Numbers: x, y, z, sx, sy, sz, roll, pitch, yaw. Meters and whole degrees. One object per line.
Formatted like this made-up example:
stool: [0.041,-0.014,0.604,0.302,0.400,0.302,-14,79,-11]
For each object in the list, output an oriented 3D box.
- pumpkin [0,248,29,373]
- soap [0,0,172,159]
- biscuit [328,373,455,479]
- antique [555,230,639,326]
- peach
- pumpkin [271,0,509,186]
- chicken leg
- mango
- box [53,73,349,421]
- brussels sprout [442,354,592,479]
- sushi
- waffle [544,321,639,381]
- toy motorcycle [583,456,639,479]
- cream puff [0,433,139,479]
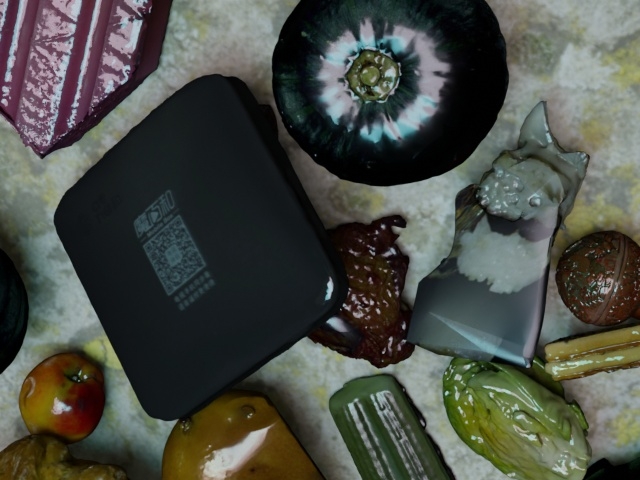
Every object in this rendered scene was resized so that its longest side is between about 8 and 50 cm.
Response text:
pumpkin: [-0.431,0.038,1.354,0.248,0.248,0.248,3,106,10]
soap: [-0.257,-0.226,1.287,0.182,0.112,0.289,17,108,6]
biscuit: [0.112,0.299,1.402,0.099,0.038,0.322,-23,100,19]
antique: [0.288,0.038,1.262,0.104,0.104,0.104,3,106,10]
peach: [-0.297,0.184,1.418,0.101,0.101,0.100,3,106,10]
pumpkin: [0.067,-0.163,1.217,0.233,0.163,0.233,3,103,11]
chicken leg: [-0.011,0.007,1.329,0.322,0.083,0.177,41,100,-4]
mango: [-0.084,0.275,1.379,0.166,0.136,0.236,-32,113,-2]
box: [-0.129,0.011,1.284,0.290,0.073,0.289,-38,72,29]
brussels sprout: [0.210,0.188,1.319,0.181,0.100,0.139,34,134,4]
sushi: [0.195,-0.005,1.276,0.134,0.109,0.273,15,90,21]
waffle: [0.310,0.108,1.265,0.148,0.102,0.042,-14,86,27]
toy motorcycle: [0.402,0.226,1.287,0.331,0.125,0.196,-37,94,14]
cream puff: [-0.294,0.325,1.401,0.241,0.155,0.269,27,134,2]
